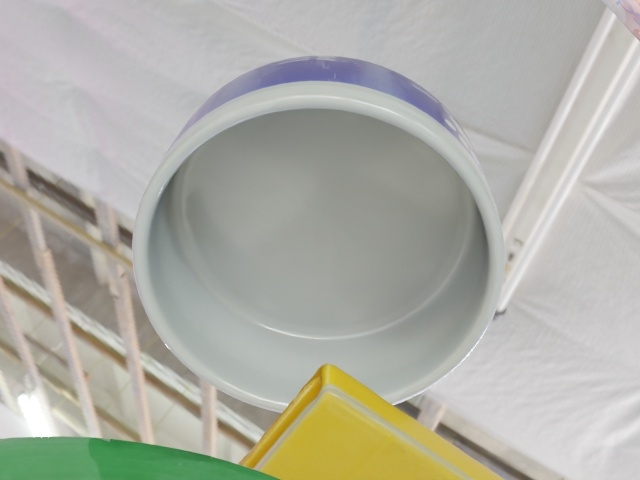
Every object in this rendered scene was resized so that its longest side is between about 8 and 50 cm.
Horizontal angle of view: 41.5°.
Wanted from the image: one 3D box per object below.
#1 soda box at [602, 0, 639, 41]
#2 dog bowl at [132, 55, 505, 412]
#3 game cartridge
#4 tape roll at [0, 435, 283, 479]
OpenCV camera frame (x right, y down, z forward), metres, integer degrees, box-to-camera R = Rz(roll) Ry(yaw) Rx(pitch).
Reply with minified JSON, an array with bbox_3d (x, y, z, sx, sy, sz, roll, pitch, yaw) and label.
[{"bbox_3d":[0.257,-0.259,0.706,0.263,0.083,0.092,53,3,11],"label":"soda box"},{"bbox_3d":[0.000,0.000,0.640,0.265,0.104,0.264,2,-62,3],"label":"dog bowl"},{"bbox_3d":[0.050,0.277,0.603,0.324,0.052,0.285,35,-73,-13],"label":"game cartridge"},{"bbox_3d":[-0.066,0.183,0.289,0.321,0.321,0.077,22,-75,24],"label":"tape roll"}]
